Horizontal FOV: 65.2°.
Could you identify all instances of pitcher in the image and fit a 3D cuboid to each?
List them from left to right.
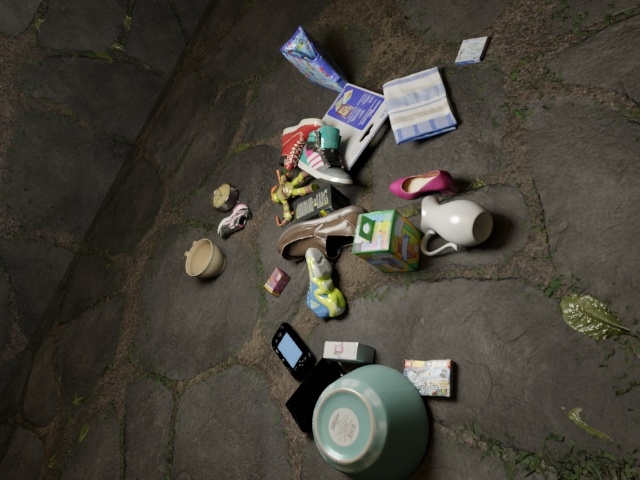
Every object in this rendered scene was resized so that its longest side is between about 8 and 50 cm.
[{"bbox_3d":[0.369,-0.029,1.406,0.207,0.125,0.177,19,101,56],"label":"pitcher"}]

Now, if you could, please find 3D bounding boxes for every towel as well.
[{"bbox_3d":[0.329,-0.457,1.680,0.209,0.034,0.285,-14,57,12],"label":"towel"}]

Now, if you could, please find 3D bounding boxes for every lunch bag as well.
[{"bbox_3d":[-0.001,-0.702,2.022,0.138,0.221,0.293,-46,45,12],"label":"lunch bag"}]

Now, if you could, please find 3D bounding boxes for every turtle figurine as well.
[{"bbox_3d":[-0.117,-0.206,1.947,0.217,0.087,0.269,-24,53,31],"label":"turtle figurine"}]

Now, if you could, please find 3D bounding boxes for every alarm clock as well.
[{"bbox_3d":[-0.440,-0.195,2.246,0.192,0.064,0.129,15,78,43],"label":"alarm clock"}]

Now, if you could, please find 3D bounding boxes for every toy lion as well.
[{"bbox_3d":[-0.551,0.056,2.233,0.100,0.034,0.096,-50,52,9],"label":"toy lion"}]

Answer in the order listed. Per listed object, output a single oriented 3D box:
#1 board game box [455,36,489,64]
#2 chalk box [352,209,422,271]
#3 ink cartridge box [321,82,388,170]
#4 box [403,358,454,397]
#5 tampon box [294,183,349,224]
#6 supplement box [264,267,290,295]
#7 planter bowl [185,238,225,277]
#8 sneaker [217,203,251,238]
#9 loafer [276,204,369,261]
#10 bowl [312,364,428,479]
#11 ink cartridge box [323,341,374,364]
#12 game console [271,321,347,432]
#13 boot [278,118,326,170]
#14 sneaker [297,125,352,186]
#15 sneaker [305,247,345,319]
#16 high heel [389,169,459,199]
[{"bbox_3d":[0.508,-0.635,1.676,0.090,0.020,0.090,12,76,45],"label":"board game box"},{"bbox_3d":[0.187,-0.005,1.471,0.132,0.213,0.132,-6,64,40],"label":"chalk box"},{"bbox_3d":[0.118,-0.420,1.874,0.303,0.072,0.307,-54,46,3],"label":"ink cartridge box"},{"bbox_3d":[0.283,0.361,1.316,0.137,0.027,0.094,-10,63,38],"label":"box"},{"bbox_3d":[0.007,-0.101,1.753,0.161,0.120,0.101,-25,52,30],"label":"tampon box"},{"bbox_3d":[-0.156,0.150,1.815,0.055,0.043,0.083,35,93,47],"label":"supplement box"},{"bbox_3d":[-0.464,0.089,2.077,0.162,0.109,0.162,-22,54,33],"label":"planter bowl"},{"bbox_3d":[-0.361,-0.069,2.106,0.178,0.072,0.077,-51,54,16],"label":"sneaker"},{"bbox_3d":[0.000,0.000,1.693,0.366,0.134,0.130,-25,53,30],"label":"loafer"},{"bbox_3d":[0.103,0.473,1.288,0.312,0.163,0.311,-13,67,33],"label":"bowl"},{"bbox_3d":[0.083,0.330,1.468,0.122,0.088,0.052,-6,66,40],"label":"ink cartridge box"},{"bbox_3d":[-0.064,0.410,1.588,0.213,0.044,0.361,-53,43,6],"label":"game console"},{"bbox_3d":[-0.072,-0.359,1.911,0.244,0.088,0.176,-10,66,52],"label":"boot"},{"bbox_3d":[0.034,-0.305,1.754,0.295,0.124,0.178,36,116,49],"label":"sneaker"},{"bbox_3d":[-0.015,0.148,1.627,0.126,0.091,0.240,-37,66,32],"label":"sneaker"},{"bbox_3d":[0.296,-0.180,1.541,0.244,0.117,0.082,13,77,45],"label":"high heel"}]
